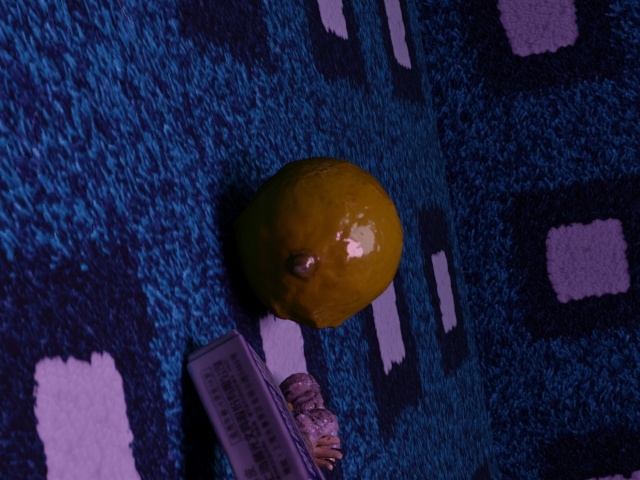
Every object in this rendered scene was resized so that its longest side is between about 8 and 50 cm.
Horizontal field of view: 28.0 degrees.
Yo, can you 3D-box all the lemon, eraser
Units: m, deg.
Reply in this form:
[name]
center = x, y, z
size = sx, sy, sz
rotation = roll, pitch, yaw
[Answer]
[lemon]
center = 0.000, 0.000, 1.752
size = 0.288, 0.233, 0.234
rotation = -70, 148, -77
[eraser]
center = -0.058, 0.245, 1.473
size = 0.279, 0.081, 0.124
rotation = 61, 0, 35

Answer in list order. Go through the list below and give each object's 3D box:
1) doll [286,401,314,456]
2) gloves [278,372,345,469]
[doll]
center = -0.053, 0.263, 1.645
size = 0.089, 0.102, 0.179
rotation = -36, 140, -40
[gloves]
center = -0.023, 0.252, 1.759
size = 0.144, 0.094, 0.110
rotation = -110, -166, -67
